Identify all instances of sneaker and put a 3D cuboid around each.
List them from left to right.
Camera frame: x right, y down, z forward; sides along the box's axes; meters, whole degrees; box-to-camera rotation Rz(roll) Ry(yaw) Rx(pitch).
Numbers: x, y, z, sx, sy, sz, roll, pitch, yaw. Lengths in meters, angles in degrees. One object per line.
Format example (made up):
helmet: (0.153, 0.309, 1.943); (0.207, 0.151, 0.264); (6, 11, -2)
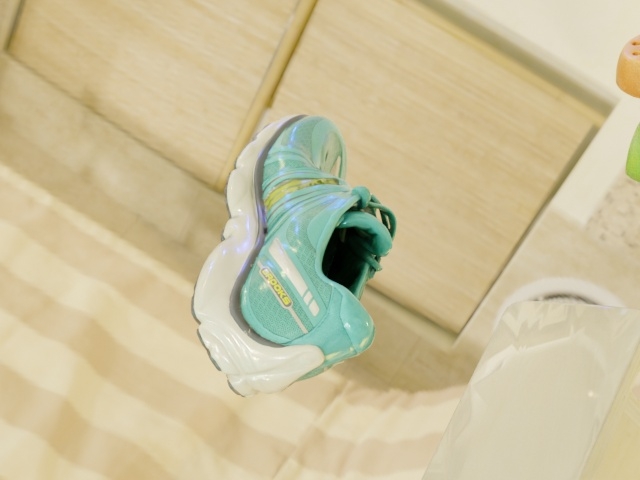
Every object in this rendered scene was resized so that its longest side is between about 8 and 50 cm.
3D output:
sneaker: (0.000, 0.000, 0.713); (0.275, 0.110, 0.107); (-83, 150, -55)

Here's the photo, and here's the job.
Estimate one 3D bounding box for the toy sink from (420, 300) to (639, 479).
toy sink: (0.197, 0.184, 0.873); (0.131, 0.153, 0.234); (42, 66, -30)

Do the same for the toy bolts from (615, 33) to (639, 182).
toy bolts: (0.373, -0.153, 0.866); (0.218, 0.158, 0.228); (13, 37, 35)
